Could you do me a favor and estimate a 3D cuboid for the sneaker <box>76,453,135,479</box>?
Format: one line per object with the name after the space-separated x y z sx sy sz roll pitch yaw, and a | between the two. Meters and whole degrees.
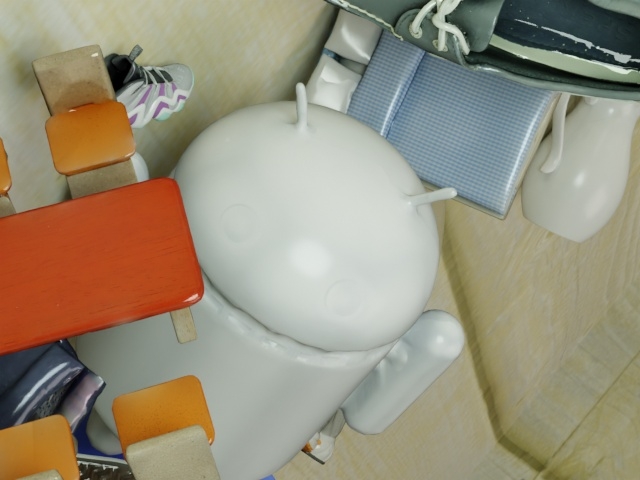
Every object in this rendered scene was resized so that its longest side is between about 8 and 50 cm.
-0.191 0.212 1.084 0.106 0.290 0.123 -67 -174 -32 | sneaker

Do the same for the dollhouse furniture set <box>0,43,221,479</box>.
-0.194 0.031 0.801 0.259 0.262 0.135 -16 151 -5 | dollhouse furniture set

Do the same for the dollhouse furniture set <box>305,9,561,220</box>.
0.129 -0.148 1.106 0.303 0.286 0.198 -64 159 2 | dollhouse furniture set

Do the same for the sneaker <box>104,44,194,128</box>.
-0.120 -0.109 0.996 0.098 0.038 0.069 -38 157 -34 | sneaker

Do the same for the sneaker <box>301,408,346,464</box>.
-0.012 0.166 1.648 0.121 0.099 0.262 -57 168 -8 | sneaker

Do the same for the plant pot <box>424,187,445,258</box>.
0.064 -0.028 1.450 0.109 0.109 0.096 -9 122 -62 | plant pot

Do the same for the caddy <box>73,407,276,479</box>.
-0.167 0.283 1.280 0.179 0.241 0.341 -42 158 -36 | caddy

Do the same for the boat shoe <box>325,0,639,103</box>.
0.108 -0.171 0.997 0.099 0.319 0.116 -81 -171 -60 | boat shoe

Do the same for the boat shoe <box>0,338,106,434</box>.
-0.285 0.148 0.904 0.340 0.158 0.127 -50 160 -6 | boat shoe

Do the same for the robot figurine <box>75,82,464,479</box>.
-0.048 0.039 1.073 0.353 0.300 0.200 -51 -160 39 | robot figurine

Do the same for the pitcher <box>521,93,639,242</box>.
0.319 -0.111 1.857 0.177 0.125 0.207 14 103 -46 | pitcher
